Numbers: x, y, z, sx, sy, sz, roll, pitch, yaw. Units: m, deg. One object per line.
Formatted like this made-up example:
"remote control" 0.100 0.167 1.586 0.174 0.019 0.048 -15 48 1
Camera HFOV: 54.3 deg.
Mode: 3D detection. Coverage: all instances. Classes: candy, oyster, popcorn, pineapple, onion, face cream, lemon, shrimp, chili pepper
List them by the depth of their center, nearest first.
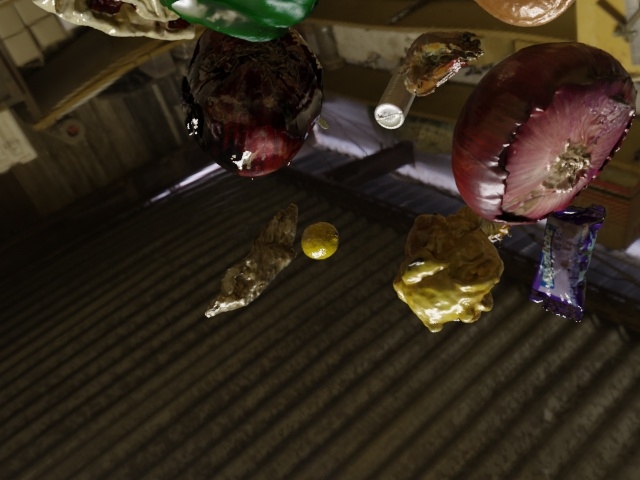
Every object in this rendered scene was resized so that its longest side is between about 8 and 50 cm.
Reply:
"chili pepper" -0.064 -0.319 0.717 0.261 0.174 0.165 -4 -117 -38
"onion" 0.261 -0.131 0.756 0.248 0.248 0.161 -25 -113 -7
"onion" -0.102 -0.212 0.959 0.221 0.280 0.281 5 -146 -13
"shrimp" 0.272 -0.406 1.414 0.062 0.154 0.294 10 -176 -23
"candy" 0.560 0.040 1.430 0.070 0.275 0.145 -7 -160 -34
"oyster" -0.150 0.059 1.543 0.341 0.110 0.166 -49 -178 -25
"popcorn" 0.318 0.073 1.631 0.297 0.281 0.315 -28 -116 31
"lemon" 0.000 0.000 1.836 0.133 0.109 0.109 -14 -148 38
"face cream" 0.246 -0.457 1.867 0.092 0.092 0.311 1 -137 26
"pineapple" 0.525 -0.089 1.895 0.047 0.221 0.221 4 -150 -20

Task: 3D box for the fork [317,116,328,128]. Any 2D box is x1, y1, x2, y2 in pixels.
"fork" -0.055 -0.408 1.844 0.219 0.028 0.034 43 -95 5

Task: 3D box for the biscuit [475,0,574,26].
"biscuit" 0.470 -0.689 1.413 0.350 0.455 0.078 27 -117 23

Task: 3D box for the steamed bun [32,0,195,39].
"steamed bun" -0.395 -0.565 1.425 0.189 0.247 0.428 42 -152 20
